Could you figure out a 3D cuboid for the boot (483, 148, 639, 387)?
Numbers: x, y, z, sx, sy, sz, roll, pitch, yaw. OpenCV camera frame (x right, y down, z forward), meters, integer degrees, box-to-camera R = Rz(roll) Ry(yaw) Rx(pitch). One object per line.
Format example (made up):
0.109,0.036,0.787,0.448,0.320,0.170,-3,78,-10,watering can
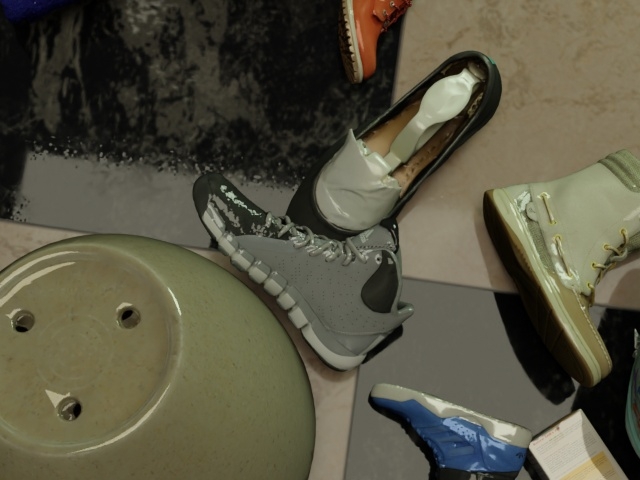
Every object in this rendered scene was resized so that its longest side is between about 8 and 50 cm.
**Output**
0.263,0.019,1.155,0.165,0.077,0.213,-18,60,-8,boot

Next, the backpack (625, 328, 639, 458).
0.385,0.117,1.087,0.225,0.191,0.254,20,68,10,backpack

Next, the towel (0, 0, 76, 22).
-0.205,-0.356,1.256,0.308,0.076,0.228,-22,71,-6,towel

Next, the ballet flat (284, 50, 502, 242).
0.064,-0.083,1.178,0.095,0.096,0.280,42,79,7,ballet flat

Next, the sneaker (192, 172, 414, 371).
0.000,0.000,1.119,0.132,0.086,0.229,-36,108,16,sneaker

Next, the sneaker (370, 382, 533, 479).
0.108,0.187,1.131,0.152,0.058,0.085,18,87,12,sneaker

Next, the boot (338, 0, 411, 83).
0.058,-0.229,1.235,0.084,0.059,0.158,2,75,-6,boot

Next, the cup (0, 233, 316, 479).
-0.176,0.125,1.019,0.331,0.237,0.331,-2,66,4,cup

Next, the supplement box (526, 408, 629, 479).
0.237,0.212,1.140,0.062,0.036,0.098,-31,79,-8,supplement box
